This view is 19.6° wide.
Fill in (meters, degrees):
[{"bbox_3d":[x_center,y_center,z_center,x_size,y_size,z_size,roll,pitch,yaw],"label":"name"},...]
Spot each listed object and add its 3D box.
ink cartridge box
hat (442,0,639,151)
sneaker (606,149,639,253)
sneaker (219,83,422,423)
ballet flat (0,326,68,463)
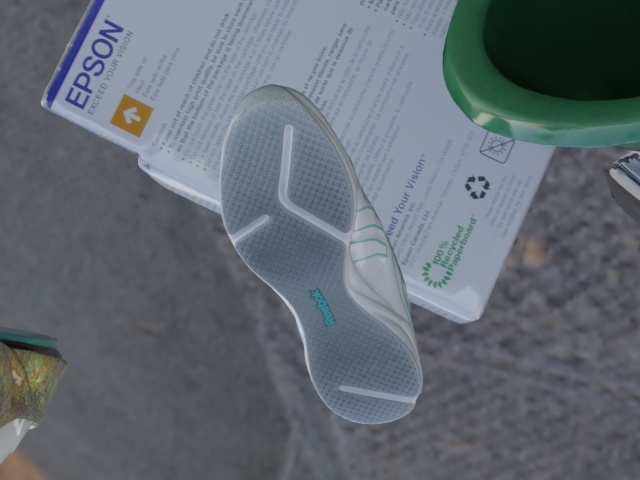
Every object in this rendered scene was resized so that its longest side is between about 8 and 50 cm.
[{"bbox_3d":[0.016,-0.105,0.868,0.224,0.223,0.045,27,170,-5],"label":"ink cartridge box"},{"bbox_3d":[0.164,-0.047,0.768,0.173,0.208,0.183,-2,134,31],"label":"hat"},{"bbox_3d":[0.192,-0.023,0.903,0.072,0.077,0.178,44,178,19],"label":"sneaker"},{"bbox_3d":[0.000,0.000,0.738,0.054,0.061,0.152,-14,121,14],"label":"sneaker"},{"bbox_3d":[-0.221,0.095,1.074,0.123,0.123,0.348,18,173,1],"label":"ballet flat"}]
